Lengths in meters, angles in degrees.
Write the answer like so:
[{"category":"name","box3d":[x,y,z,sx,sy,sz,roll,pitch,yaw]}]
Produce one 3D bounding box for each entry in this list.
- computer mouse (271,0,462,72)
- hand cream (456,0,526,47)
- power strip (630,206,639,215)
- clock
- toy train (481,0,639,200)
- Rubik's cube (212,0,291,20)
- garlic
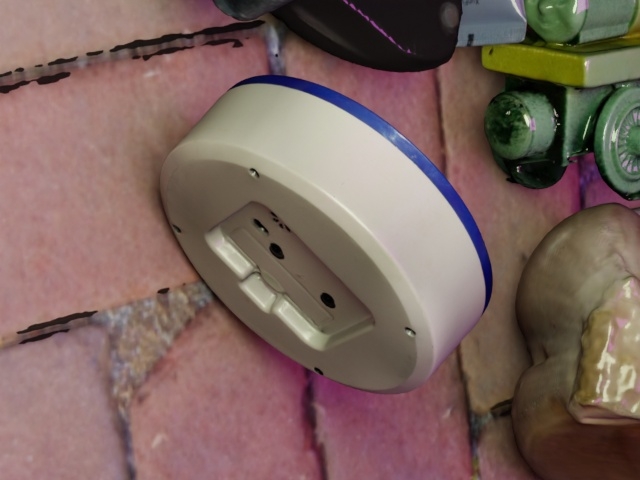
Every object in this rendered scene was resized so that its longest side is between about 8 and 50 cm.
[{"category":"computer mouse","box3d":[0.011,-0.199,1.360,0.217,0.073,0.122,35,59,-30]},{"category":"hand cream","box3d":[0.116,-0.285,1.456,0.058,0.091,0.271,5,85,-65]},{"category":"power strip","box3d":[0.281,-0.009,1.661,0.090,0.016,0.040,-10,100,-41]},{"category":"clock","box3d":[0.000,0.000,1.258,0.083,0.230,0.230,-47,122,-25]},{"category":"toy train","box3d":[0.275,-0.166,1.541,0.369,0.150,0.237,-14,111,-42]},{"category":"Rubik's cube","box3d":[0.050,-0.366,1.182,0.318,0.313,0.316,-38,101,-35]},{"category":"garlic","box3d":[0.294,0.105,1.540,0.340,0.246,0.231,23,64,-30]}]
